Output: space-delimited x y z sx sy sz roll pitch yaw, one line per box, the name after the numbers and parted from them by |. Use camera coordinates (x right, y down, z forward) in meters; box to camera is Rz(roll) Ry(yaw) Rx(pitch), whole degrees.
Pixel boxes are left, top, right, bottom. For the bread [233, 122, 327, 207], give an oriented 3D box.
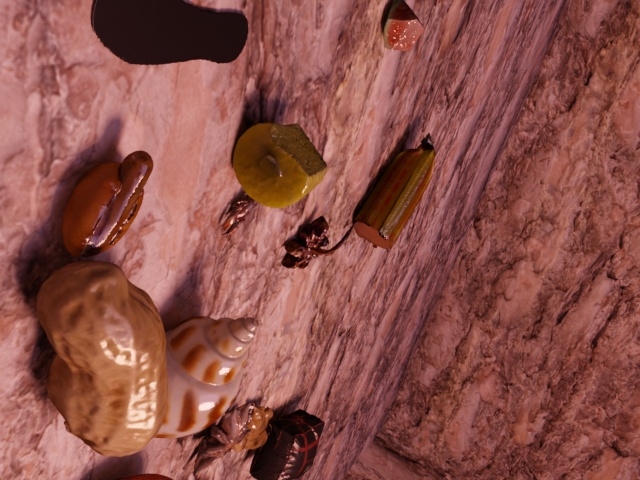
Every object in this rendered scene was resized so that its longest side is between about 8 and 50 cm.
-0.063 -0.115 0.922 0.111 0.129 0.114 -30 -179 31 | bread

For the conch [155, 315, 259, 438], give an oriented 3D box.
-0.204 0.214 0.971 0.275 0.148 0.182 -62 164 10 | conch

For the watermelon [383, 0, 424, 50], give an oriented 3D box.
0.158 -0.401 1.129 0.092 0.072 0.084 -53 176 -30 | watermelon

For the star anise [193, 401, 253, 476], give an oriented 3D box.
-0.221 0.443 1.353 0.195 0.065 0.182 -49 161 -25 | star anise

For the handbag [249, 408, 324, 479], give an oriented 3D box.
-0.088 0.574 1.691 0.215 0.155 0.170 5 104 -66 | handbag

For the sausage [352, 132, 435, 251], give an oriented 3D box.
0.200 -0.136 1.501 0.318 0.117 0.125 -59 174 -9 | sausage

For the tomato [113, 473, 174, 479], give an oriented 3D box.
-0.306 0.538 1.018 0.265 0.264 0.265 -48 156 -30 | tomato

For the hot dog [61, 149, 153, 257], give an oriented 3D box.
-0.240 -0.041 0.690 0.140 0.060 0.090 -61 164 -10 | hot dog

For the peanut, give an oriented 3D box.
-0.271 0.149 0.761 0.153 0.140 0.325 -8 130 -10 | peanut

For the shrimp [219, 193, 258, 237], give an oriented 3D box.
-0.133 -0.044 0.973 0.092 0.029 0.038 -56 160 -2 | shrimp

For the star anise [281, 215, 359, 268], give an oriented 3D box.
0.000 0.000 1.266 0.190 0.070 0.097 -39 142 -19 | star anise

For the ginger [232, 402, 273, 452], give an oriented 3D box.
-0.164 0.476 1.526 0.133 0.059 0.214 -53 157 -9 | ginger

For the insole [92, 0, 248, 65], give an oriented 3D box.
-0.161 -0.239 0.692 0.253 0.005 0.086 -19 135 -59 | insole
